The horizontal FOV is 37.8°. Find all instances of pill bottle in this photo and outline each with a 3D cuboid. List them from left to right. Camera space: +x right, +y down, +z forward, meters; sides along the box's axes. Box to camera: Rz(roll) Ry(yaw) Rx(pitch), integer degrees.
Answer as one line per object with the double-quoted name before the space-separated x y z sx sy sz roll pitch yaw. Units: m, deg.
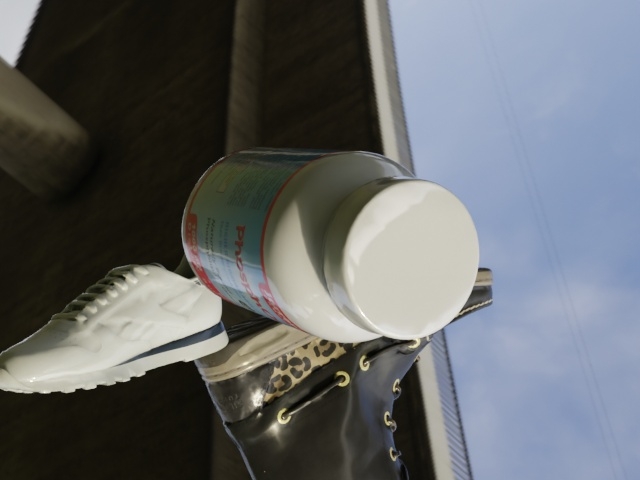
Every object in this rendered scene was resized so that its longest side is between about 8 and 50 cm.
"pill bottle" 0.000 0.000 0.443 0.087 0.087 0.160 -54 -154 -12

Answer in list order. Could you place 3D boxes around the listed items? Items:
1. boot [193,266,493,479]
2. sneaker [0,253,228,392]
"boot" 0.063 0.192 1.047 0.377 0.284 0.138 -16 180 -32
"sneaker" -0.183 0.071 0.818 0.090 0.095 0.235 3 -168 38
